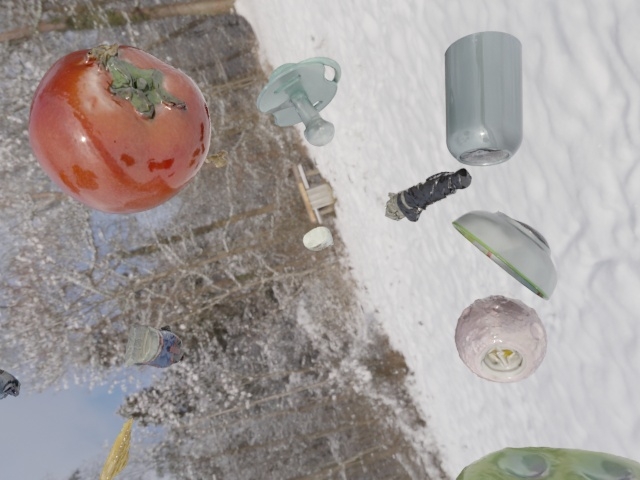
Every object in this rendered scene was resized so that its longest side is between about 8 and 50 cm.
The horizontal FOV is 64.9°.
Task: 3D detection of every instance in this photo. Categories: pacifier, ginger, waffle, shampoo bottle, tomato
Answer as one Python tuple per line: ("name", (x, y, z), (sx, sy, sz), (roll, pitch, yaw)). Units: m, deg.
("pacifier", (-0.032, -0.424, 1.593), (0.269, 0.288, 0.343), (60, -165, 10))
("ginger", (-0.327, -0.254, 1.594), (0.097, 0.030, 0.048), (-38, -67, -49))
("waffle", (-0.508, 0.531, 1.326), (0.190, 0.032, 0.125), (-65, -8, 2))
("shampoo bottle", (0.000, 0.000, 1.382), (0.045, 0.077, 0.152), (61, -174, 10))
("tomato", (-0.378, -0.201, 0.953), (0.321, 0.322, 0.321), (-19, -90, -85))

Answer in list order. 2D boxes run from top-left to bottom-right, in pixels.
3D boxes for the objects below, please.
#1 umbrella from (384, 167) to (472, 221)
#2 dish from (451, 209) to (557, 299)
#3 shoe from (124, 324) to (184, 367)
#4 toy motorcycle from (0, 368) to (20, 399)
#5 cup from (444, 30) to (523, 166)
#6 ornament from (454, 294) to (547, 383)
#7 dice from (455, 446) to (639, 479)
("umbrella", (0.329, -0.134, 1.530), (0.358, 0.106, 0.113), (-22, 45, 61))
("dish", (0.521, 0.011, 1.365), (0.324, 0.124, 0.324), (39, -172, -7))
("shoe", (-0.383, 0.249, 1.182), (0.228, 0.126, 0.099), (-21, 63, 56))
("toy motorcycle", (-0.685, 0.264, 0.895), (0.232, 0.416, 0.172), (45, -128, -8))
("cup", (0.436, -0.369, 1.355), (0.205, 0.206, 0.312), (50, -138, -75))
("ornament", (0.527, 0.282, 1.476), (0.225, 0.260, 0.259), (-69, -38, -58))
("dice", (0.274, 0.393, 0.532), (0.252, 0.255, 0.249), (-34, -65, -66))
